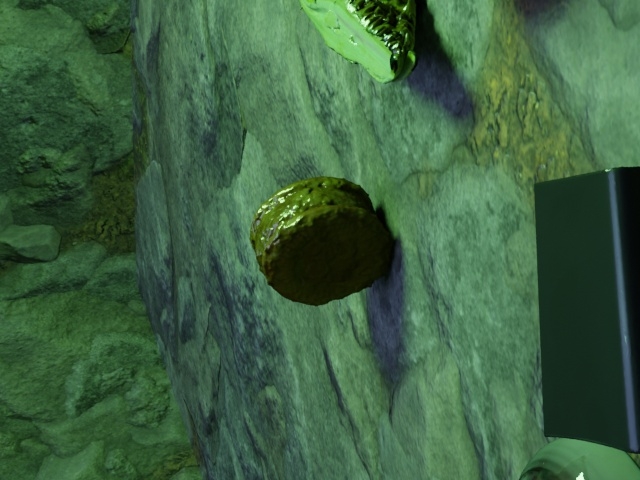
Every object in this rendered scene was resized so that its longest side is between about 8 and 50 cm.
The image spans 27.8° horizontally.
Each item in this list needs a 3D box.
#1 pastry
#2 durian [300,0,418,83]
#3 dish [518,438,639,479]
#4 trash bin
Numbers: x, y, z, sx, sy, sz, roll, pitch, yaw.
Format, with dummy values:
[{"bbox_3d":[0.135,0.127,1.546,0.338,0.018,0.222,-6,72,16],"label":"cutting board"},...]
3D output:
[{"bbox_3d":[0.000,0.000,1.786,0.103,0.188,0.189,-109,19,-46],"label":"pastry"},{"bbox_3d":[0.055,-0.286,1.596,0.375,0.106,0.132,-124,29,-54],"label":"durian"},{"bbox_3d":[0.233,0.333,1.269,0.273,0.133,0.273,172,90,-72],"label":"dish"},{"bbox_3d":[0.258,0.054,1.087,0.165,0.115,0.226,171,93,-72],"label":"trash bin"}]
